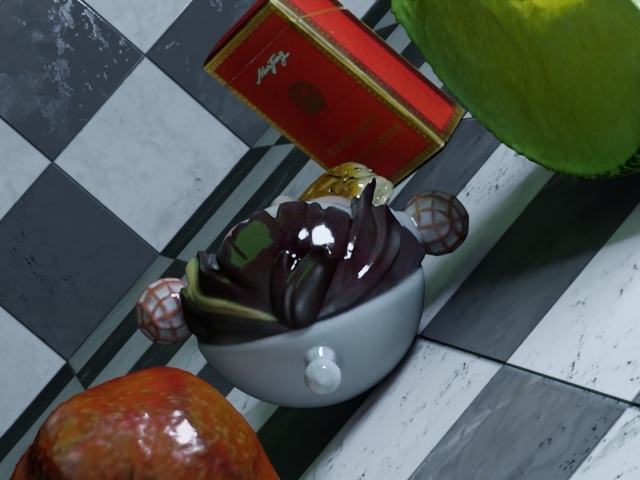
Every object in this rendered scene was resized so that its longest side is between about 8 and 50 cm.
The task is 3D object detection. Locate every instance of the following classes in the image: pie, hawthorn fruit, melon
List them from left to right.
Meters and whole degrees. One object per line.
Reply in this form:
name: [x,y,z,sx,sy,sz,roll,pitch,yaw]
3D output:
hawthorn fruit: [-0.123,0.190,1.415,0.205,0.205,0.253,-48,4,3]
pie: [0.000,0.000,2.021,0.193,0.079,0.163,-46,13,23]
melon: [0.203,-0.186,1.371,0.331,0.226,0.343,-30,54,13]

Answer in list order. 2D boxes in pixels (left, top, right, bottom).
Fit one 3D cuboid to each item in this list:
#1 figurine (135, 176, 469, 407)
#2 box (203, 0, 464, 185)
figurine: [-0.007,0.043,1.618,0.281,0.167,0.370,-19,2,3]
box: [0.013,-0.160,2.094,0.153,0.240,0.074,-37,17,53]
